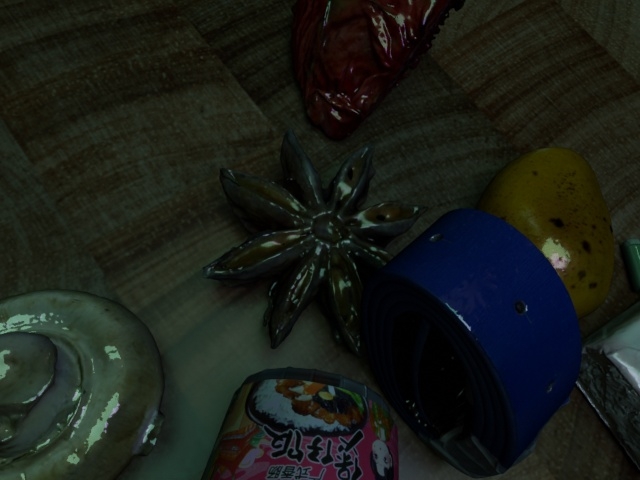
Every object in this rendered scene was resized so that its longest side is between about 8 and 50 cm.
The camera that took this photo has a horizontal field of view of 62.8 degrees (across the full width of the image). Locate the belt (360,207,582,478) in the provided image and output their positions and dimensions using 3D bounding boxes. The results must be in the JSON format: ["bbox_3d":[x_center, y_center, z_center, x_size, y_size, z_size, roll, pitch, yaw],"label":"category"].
[{"bbox_3d":[0.155,0.125,0.573,0.117,0.347,0.212,-38,53,-22],"label":"belt"}]

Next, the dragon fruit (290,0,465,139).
[{"bbox_3d":[0.098,-0.311,0.845,0.240,0.302,0.331,26,79,-33],"label":"dragon fruit"}]

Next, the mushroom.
[{"bbox_3d":[-0.288,0.166,0.563,0.254,0.184,0.255,2,55,-3],"label":"mushroom"}]

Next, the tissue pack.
[{"bbox_3d":[0.511,0.174,0.735,0.270,0.124,0.202,-27,72,-18],"label":"tissue pack"}]

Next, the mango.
[{"bbox_3d":[0.319,-0.021,0.763,0.190,0.160,0.291,17,62,7],"label":"mango"}]

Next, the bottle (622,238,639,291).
[{"bbox_3d":[0.507,0.039,0.837,0.030,0.030,0.084,1,67,-10],"label":"bottle"}]

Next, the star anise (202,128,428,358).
[{"bbox_3d":[0.002,0.000,0.718,0.331,0.117,0.332,3,76,-13],"label":"star anise"}]

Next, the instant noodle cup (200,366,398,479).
[{"bbox_3d":[-0.020,0.250,0.556,0.258,0.303,0.182,-6,49,21],"label":"instant noodle cup"}]
